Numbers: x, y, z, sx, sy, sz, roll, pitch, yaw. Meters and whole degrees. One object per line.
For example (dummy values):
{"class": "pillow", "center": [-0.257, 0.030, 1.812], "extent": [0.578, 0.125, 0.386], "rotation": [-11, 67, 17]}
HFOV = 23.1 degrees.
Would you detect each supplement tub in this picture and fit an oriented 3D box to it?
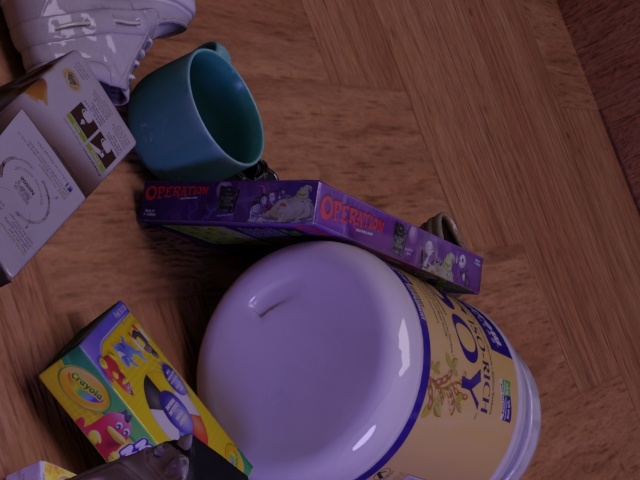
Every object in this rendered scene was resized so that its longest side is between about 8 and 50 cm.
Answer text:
{"class": "supplement tub", "center": [0.060, 0.152, 1.561], "extent": [0.331, 0.241, 0.241], "rotation": [26, 47, -54]}

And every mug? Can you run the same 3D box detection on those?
{"class": "mug", "center": [-0.128, -0.120, 1.587], "extent": [0.129, 0.097, 0.158], "rotation": [62, 25, -8]}

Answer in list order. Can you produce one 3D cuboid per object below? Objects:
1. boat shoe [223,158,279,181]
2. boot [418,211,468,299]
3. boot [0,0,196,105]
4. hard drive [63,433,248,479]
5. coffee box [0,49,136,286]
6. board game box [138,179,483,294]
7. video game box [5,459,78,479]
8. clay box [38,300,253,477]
{"class": "boat shoe", "center": [-0.080, -0.073, 1.709], "extent": [0.142, 0.040, 0.049], "rotation": [13, 58, -60]}
{"class": "boot", "center": [0.109, 0.088, 1.797], "extent": [0.077, 0.165, 0.213], "rotation": [21, 49, -56]}
{"class": "boot", "center": [-0.205, -0.188, 1.522], "extent": [0.258, 0.095, 0.123], "rotation": [-4, 78, -55]}
{"class": "hard drive", "center": [-0.194, 0.262, 0.858], "extent": [0.064, 0.339, 0.237], "rotation": [43, 35, -37]}
{"class": "coffee box", "center": [-0.262, -0.041, 1.209], "extent": [0.098, 0.141, 0.246], "rotation": [59, 26, -16]}
{"class": "board game box", "center": [0.000, 0.000, 1.611], "extent": [0.347, 0.208, 0.056], "rotation": [23, 76, -56]}
{"class": "video game box", "center": [-0.165, 0.291, 1.232], "extent": [0.205, 0.048, 0.187], "rotation": [37, 40, -47]}
{"class": "clay box", "center": [-0.134, 0.166, 1.325], "extent": [0.222, 0.053, 0.127], "rotation": [51, 16, -7]}
